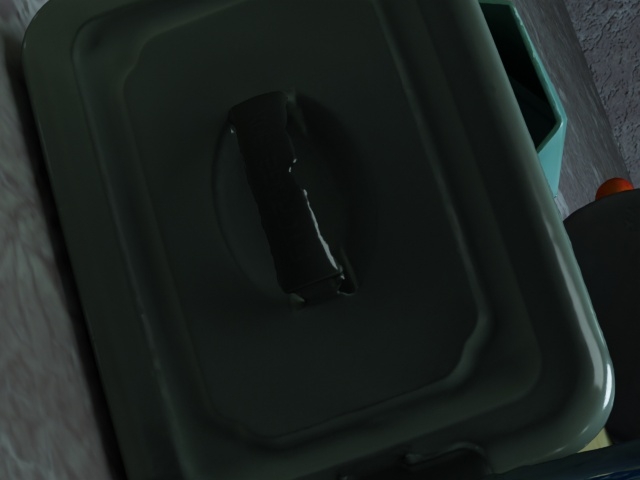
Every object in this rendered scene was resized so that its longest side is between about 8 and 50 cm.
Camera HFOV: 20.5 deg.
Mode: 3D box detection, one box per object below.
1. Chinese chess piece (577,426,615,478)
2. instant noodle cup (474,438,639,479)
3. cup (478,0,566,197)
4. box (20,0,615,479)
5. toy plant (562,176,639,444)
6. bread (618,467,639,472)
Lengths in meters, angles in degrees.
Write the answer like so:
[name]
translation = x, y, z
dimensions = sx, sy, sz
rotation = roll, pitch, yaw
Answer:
[Chinese chess piece]
translation = 0.055, 0.074, 0.800
dimensions = 0.257, 0.104, 0.257
rotation = 59, 16, -27
[instant noodle cup]
translation = 0.047, 0.203, 0.310
dimensions = 0.284, 0.284, 0.312
rotation = 4, 71, -74
[cup]
translation = 0.095, -0.066, 1.109
dimensions = 0.235, 0.134, 0.148
rotation = 15, 56, -73
[box]
translation = 0.000, 0.000, 0.628
dimensions = 0.130, 0.162, 0.227
rotation = 58, 13, -67
[toy plant]
translation = 0.195, 0.097, 1.124
dimensions = 0.279, 0.185, 0.400
rotation = 60, -4, 14
[bread]
translation = 0.136, 0.159, 0.628
dimensions = 0.148, 0.141, 0.134
rotation = 38, -15, 19
